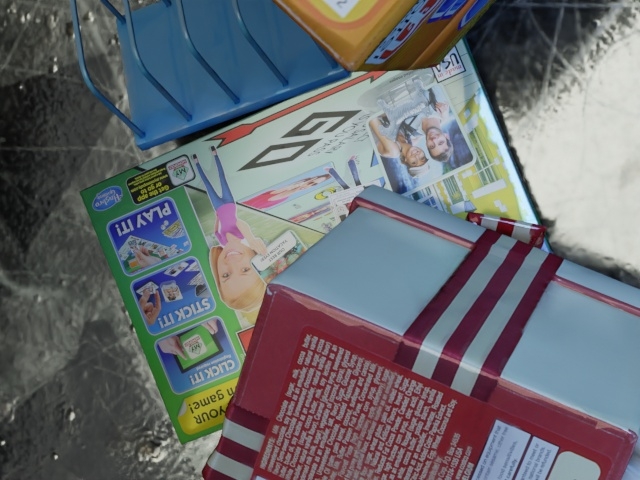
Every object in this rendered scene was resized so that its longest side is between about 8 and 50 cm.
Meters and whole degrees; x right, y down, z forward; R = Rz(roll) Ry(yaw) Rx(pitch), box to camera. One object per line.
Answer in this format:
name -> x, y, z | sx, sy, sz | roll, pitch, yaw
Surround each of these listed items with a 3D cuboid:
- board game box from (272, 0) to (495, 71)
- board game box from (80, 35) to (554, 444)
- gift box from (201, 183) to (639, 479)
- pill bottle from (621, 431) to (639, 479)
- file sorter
board game box -> 0.031, -0.335, 0.681 | 0.356, 0.356, 0.356 | 43, 103, 3
board game box -> 0.000, 0.000, 1.024 | 0.317, 0.046, 0.213 | -23, 87, 13
gift box -> 0.090, 0.138, 0.868 | 0.276, 0.258, 0.255 | 26, 112, 9
pill bottle -> 0.263, 0.115, 0.948 | 0.086, 0.086, 0.152 | 25, 97, 11
file sorter -> -0.084, -0.162, 0.987 | 0.170, 0.104, 0.118 | -18, 65, 13
